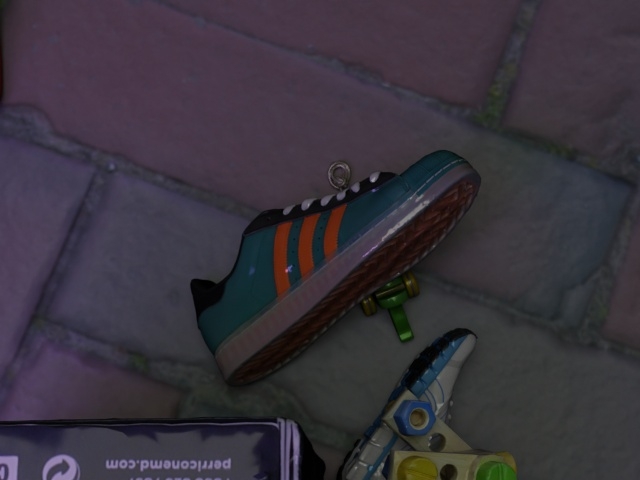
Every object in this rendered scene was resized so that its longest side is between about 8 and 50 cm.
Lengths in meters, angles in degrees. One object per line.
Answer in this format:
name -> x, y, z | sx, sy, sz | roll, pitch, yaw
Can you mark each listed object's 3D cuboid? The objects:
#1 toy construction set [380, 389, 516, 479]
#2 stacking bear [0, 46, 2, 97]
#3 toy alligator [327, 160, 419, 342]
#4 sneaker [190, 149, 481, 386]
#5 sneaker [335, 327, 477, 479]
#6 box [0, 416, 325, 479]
toy construction set -> 0.188, 0.272, 1.179 | 0.327, 0.151, 0.215 | 16, 81, -3
stacking bear -> -0.468, -0.204, 1.290 | 0.289, 0.175, 0.164 | -5, 80, 7
toy alligator -> 0.047, 0.005, 1.292 | 0.056, 0.051, 0.190 | -21, 79, -5
sneaker -> 0.000, 0.000, 1.230 | 0.302, 0.108, 0.121 | -39, 69, 17
sneaker -> 0.096, 0.170, 1.258 | 0.083, 0.071, 0.191 | 35, 85, -4
box -> -0.146, 0.381, 0.996 | 0.297, 0.480, 0.472 | -1, 78, 1
